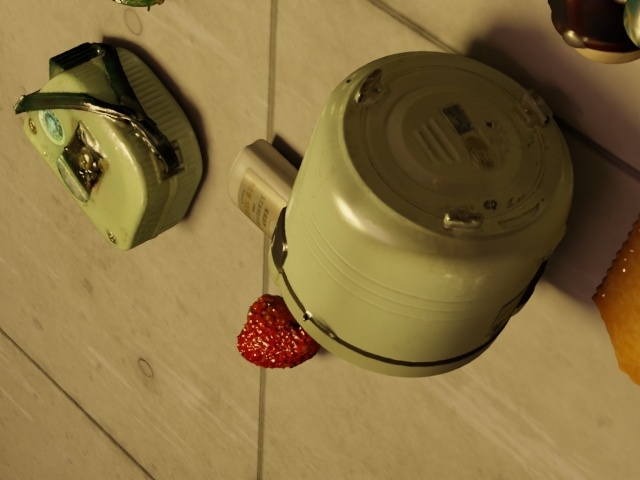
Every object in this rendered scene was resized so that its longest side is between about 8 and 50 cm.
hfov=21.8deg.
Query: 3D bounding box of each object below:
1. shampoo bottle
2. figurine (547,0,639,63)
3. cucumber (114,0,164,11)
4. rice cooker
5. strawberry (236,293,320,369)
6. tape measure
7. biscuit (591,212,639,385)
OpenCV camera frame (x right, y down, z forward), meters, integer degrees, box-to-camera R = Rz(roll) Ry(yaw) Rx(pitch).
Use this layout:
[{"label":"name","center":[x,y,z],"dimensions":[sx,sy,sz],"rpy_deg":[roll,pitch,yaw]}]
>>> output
[{"label":"shampoo bottle","center":[0.000,0.000,1.617],"dimensions":[0.227,0.056,0.086],"rpy_deg":[44,147,23]},{"label":"figurine","center":[0.200,-0.230,1.005],"dimensions":[0.411,0.241,0.306],"rpy_deg":[60,179,-37]},{"label":"cucumber","center":[-0.251,-0.334,1.675],"dimensions":[0.265,0.077,0.077],"rpy_deg":[57,149,7]},{"label":"rice cooker","center":[0.080,-0.018,1.341],"dimensions":[0.226,0.226,0.244],"rpy_deg":[46,146,21]},{"label":"strawberry","center":[-0.040,0.099,1.746],"dimensions":[0.096,0.083,0.083],"rpy_deg":[5,121,46]},{"label":"tape measure","center":[-0.241,-0.121,1.809],"dimensions":[0.235,0.115,0.207],"rpy_deg":[51,151,14]},{"label":"biscuit","center":[0.314,0.083,1.276],"dimensions":[0.237,0.013,0.232],"rpy_deg":[47,147,21]}]
